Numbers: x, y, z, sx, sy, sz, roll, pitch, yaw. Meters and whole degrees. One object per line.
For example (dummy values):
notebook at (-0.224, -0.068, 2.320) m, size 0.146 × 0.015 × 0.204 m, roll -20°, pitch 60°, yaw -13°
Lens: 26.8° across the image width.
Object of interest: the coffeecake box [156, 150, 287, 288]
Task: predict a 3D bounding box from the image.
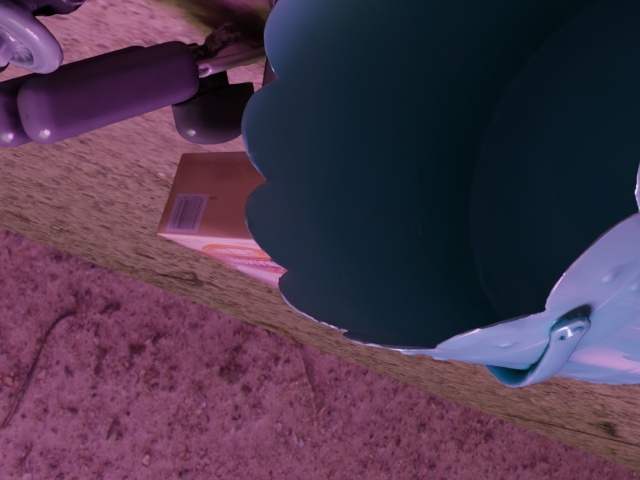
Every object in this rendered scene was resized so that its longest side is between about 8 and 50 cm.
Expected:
coffeecake box at (0.000, 0.000, 0.979) m, size 0.185 × 0.068 × 0.142 m, roll 26°, pitch 165°, yaw -39°

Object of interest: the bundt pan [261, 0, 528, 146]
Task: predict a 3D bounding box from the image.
bundt pan at (0.098, -0.072, 0.976) m, size 0.330 × 0.124 × 0.331 m, roll 18°, pitch 168°, yaw 4°

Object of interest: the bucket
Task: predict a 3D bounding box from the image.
bucket at (0.111, -0.058, 0.684) m, size 0.183 × 0.281 × 0.281 m, roll 21°, pitch 169°, yaw -41°

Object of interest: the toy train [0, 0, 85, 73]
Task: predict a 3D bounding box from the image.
toy train at (-0.260, -0.206, 0.884) m, size 0.190 × 0.142 × 0.334 m, roll 40°, pitch 160°, yaw -32°

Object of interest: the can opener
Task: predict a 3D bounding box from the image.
can opener at (-0.123, -0.105, 0.987) m, size 0.074 × 0.093 × 0.280 m, roll -4°, pitch -170°, yaw 35°
